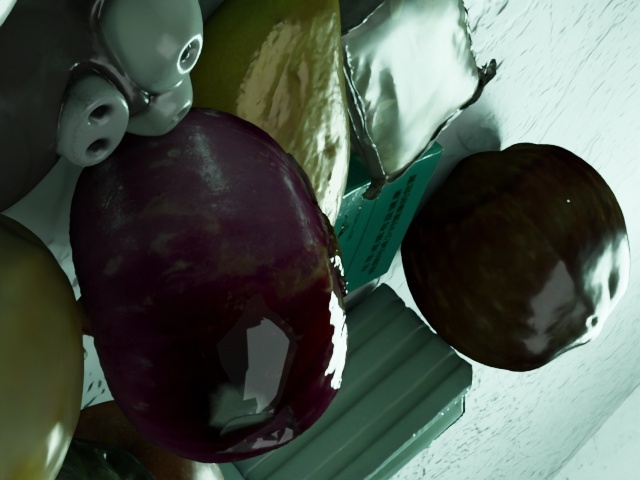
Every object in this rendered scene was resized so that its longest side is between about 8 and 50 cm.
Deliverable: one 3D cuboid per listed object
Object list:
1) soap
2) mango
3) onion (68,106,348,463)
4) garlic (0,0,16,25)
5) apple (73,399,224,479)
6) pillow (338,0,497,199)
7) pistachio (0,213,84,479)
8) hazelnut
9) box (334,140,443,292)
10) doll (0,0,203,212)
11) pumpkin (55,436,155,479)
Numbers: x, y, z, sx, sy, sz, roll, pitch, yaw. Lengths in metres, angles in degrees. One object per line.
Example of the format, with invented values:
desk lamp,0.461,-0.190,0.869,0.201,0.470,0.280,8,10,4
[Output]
soap,0.023,0.173,1.443,0.261,0.150,0.094,-37,160,-24
mango,-0.054,-0.050,0.998,0.176,0.119,0.317,-17,138,-36
onion,-0.064,0.035,0.863,0.201,0.201,0.207,-19,131,-49
garlic,-0.168,-0.127,0.550,0.325,0.132,0.279,-51,-169,-29
apple,-0.162,0.225,1.169,0.181,0.181,0.168,-39,151,-19
pillow,0.064,-0.145,1.129,0.169,0.059,0.255,-44,155,-10
pistachio,-0.258,0.106,0.768,0.309,0.230,0.230,-46,161,-42
hazelnut,0.199,0.013,1.426,0.234,0.218,0.218,-39,156,-15
box,0.000,0.000,1.263,0.226,0.042,0.161,-26,148,-41
doll,-0.160,-0.090,0.750,0.257,0.117,0.182,-30,155,-33
pumpkin,-0.283,0.233,0.989,0.325,0.242,0.232,-45,128,5
